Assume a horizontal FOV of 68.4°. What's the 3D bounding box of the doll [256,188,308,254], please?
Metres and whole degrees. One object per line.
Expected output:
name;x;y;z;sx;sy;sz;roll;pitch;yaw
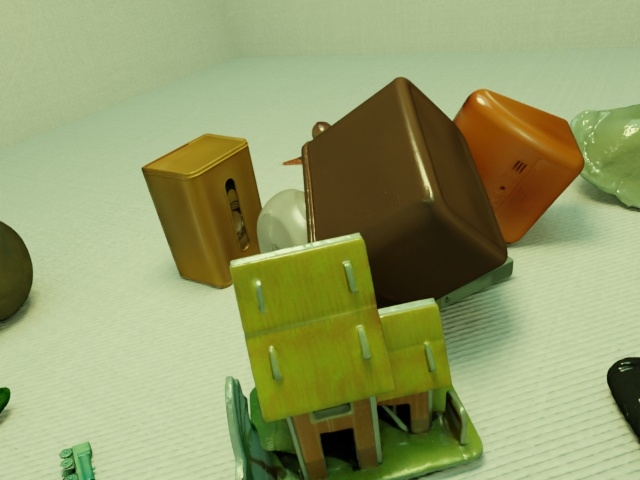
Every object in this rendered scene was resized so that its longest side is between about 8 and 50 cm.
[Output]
doll;0.000;0.000;0.946;0.221;0.221;0.251;-27;62;-26

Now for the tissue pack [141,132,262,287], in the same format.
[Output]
tissue pack;-0.232;-0.064;1.021;0.145;0.275;0.194;14;39;32

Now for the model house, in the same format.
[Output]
model house;0.039;0.165;0.539;0.300;0.324;0.340;-13;32;-4

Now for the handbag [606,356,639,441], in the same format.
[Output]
handbag;0.523;0.222;0.552;0.274;0.088;0.244;-7;28;7

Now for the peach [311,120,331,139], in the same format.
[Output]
peach;0.008;-0.375;1.641;0.083;0.083;0.083;-7;32;4

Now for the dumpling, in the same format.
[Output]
dumpling;0.740;-0.213;1.064;0.320;0.212;0.270;-1;34;33

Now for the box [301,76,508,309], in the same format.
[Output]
box;0.136;-0.071;0.811;0.229;0.239;0.340;-33;46;33

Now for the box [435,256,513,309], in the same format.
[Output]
box;0.231;0.027;0.970;0.210;0.045;0.270;-22;34;-19

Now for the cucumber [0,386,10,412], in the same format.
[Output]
cucumber;-0.600;0.330;0.703;0.056;0.056;0.284;17;45;35

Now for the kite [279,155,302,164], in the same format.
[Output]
kite;-0.017;-0.277;1.554;0.222;0.008;0.125;2;33;18

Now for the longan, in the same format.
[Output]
longan;-0.785;0.055;0.993;0.349;0.289;0.288;5;33;6

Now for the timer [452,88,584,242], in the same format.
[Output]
timer;0.351;-0.148;0.962;0.249;0.258;0.161;21;38;-10

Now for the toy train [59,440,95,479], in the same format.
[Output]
toy train;-0.340;0.328;0.664;0.045;0.029;0.092;-10;32;-33
